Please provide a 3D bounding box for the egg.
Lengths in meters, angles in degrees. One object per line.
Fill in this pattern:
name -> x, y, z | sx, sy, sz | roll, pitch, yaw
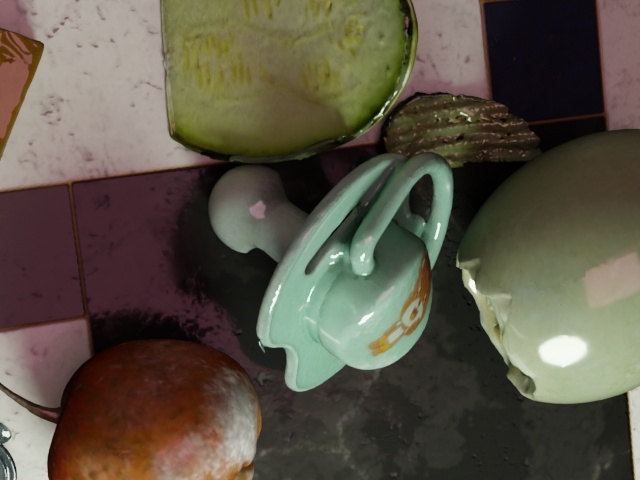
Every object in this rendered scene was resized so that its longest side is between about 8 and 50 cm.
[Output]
egg -> 0.325, 0.019, 1.585 | 0.336, 0.278, 0.278 | -29, 103, -7

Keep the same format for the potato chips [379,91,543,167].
potato chips -> 0.167, -0.128, 1.652 | 0.207, 0.028, 0.092 | -3, 98, -15

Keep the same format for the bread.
bread -> -0.350, -0.154, 1.467 | 0.084, 0.074, 0.139 | 20, 91, -18

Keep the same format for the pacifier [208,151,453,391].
pacifier -> 0.000, 0.000, 1.519 | 0.269, 0.343, 0.288 | 36, 75, 20

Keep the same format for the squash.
squash -> -0.030, -0.193, 1.437 | 0.210, 0.309, 0.233 | -3, 97, -17

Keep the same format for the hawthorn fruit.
hawthorn fruit -> -0.177, 0.217, 1.495 | 0.231, 0.263, 0.235 | -26, 116, -47

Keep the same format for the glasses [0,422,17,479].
glasses -> -0.351, 0.330, 1.420 | 0.118, 0.268, 0.234 | -17, 103, 4
